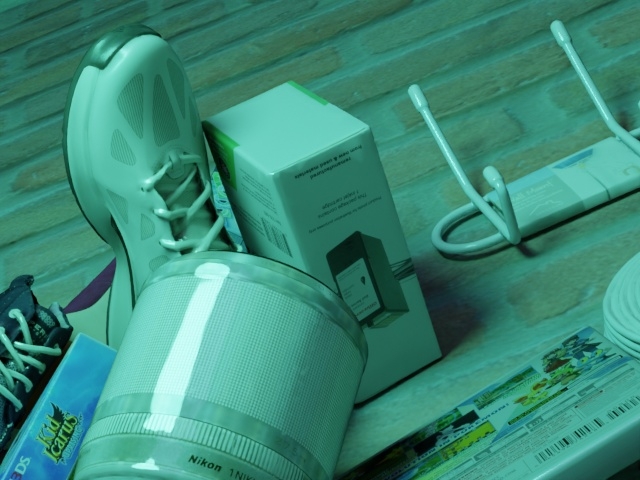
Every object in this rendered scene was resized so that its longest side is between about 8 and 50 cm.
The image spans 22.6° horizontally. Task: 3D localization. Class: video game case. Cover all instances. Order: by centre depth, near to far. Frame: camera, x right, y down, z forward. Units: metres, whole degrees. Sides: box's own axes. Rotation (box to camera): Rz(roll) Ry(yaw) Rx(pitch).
[{"bbox_3d":[0.139,0.197,1.400,0.329,0.036,0.300,-32,9,0],"label":"video game case"},{"bbox_3d":[-0.299,0.258,1.568,0.244,0.061,0.269,-57,8,34],"label":"video game case"}]

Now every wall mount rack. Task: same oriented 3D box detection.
[{"bbox_3d":[0.264,-0.127,1.924,0.350,0.130,0.304,-24,28,-5],"label":"wall mount rack"}]

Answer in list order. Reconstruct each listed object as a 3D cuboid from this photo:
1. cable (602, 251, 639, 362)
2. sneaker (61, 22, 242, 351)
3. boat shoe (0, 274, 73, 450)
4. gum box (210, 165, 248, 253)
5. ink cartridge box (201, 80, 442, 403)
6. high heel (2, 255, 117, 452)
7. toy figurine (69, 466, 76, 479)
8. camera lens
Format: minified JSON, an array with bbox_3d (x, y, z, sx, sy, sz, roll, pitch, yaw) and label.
[{"bbox_3d":[0.396,0.062,1.540,0.257,0.089,0.257,-16,28,11],"label":"cable"},{"bbox_3d":[-0.108,0.002,1.654,0.257,0.447,0.169,19,38,39],"label":"sneaker"},{"bbox_3d":[-0.342,0.135,1.665,0.158,0.127,0.340,-41,20,4],"label":"boat shoe"},{"bbox_3d":[-0.058,-0.021,1.945,0.184,0.041,0.157,25,35,-4],"label":"gum box"},{"bbox_3d":[0.000,0.000,1.722,0.121,0.289,0.211,-27,28,-15],"label":"ink cartridge box"},{"bbox_3d":[-0.269,0.124,1.946,0.377,0.127,0.181,-46,-3,-24],"label":"high heel"},{"bbox_3d":[-0.144,0.258,1.552,0.173,0.130,0.159,-51,44,2],"label":"toy figurine"},{"bbox_3d":[-0.089,0.163,1.425,0.219,0.219,0.274,-4,53,31],"label":"camera lens"}]
